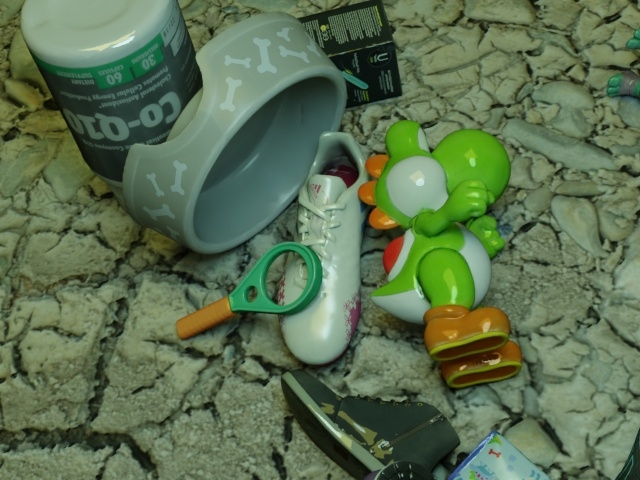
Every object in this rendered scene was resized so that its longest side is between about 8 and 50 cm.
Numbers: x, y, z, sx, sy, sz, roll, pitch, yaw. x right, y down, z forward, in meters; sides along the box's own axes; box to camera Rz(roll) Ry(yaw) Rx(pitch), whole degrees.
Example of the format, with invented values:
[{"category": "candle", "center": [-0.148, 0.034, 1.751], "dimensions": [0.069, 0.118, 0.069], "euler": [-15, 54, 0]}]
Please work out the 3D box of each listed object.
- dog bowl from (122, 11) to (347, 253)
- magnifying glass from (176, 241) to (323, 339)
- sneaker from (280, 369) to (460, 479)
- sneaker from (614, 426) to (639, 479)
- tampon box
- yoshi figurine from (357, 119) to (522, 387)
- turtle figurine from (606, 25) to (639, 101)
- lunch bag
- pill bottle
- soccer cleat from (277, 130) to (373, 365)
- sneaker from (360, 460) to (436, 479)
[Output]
[{"category": "dog bowl", "center": [-0.101, -0.129, 1.489], "dimensions": [0.102, 0.348, 0.349], "euler": [40, 70, 20]}, {"category": "magnifying glass", "center": [-0.096, 0.074, 1.459], "dimensions": [0.231, 0.026, 0.092], "euler": [-27, 64, 27]}, {"category": "sneaker", "center": [0.058, 0.216, 1.362], "dimensions": [0.118, 0.083, 0.222], "euler": [-38, 63, -24]}, {"category": "sneaker", "center": [0.384, 0.245, 1.249], "dimensions": [0.101, 0.106, 0.267], "euler": [13, 59, 18]}, {"category": "tampon box", "center": [0.032, -0.276, 1.692], "dimensions": [0.161, 0.120, 0.101], "euler": [-13, 53, 2]}, {"category": "yoshi figurine", "center": [0.186, -0.012, 1.417], "dimensions": [0.203, 0.203, 0.362], "euler": [9, 53, -32]}, {"category": "turtle figurine", "center": [0.513, -0.193, 1.542], "dimensions": [0.234, 0.118, 0.175], "euler": [45, 114, 35]}, {"category": "lunch bag", "center": [0.196, 0.313, 1.251], "dimensions": [0.151, 0.096, 0.129], "euler": [-46, 60, -4]}, {"category": "pill bottle", "center": [-0.258, -0.200, 1.545], "dimensions": [0.204, 0.361, 0.204], "euler": [-6, 53, 8]}, {"category": "soccer cleat", "center": [0.000, 0.000, 1.483], "dimensions": [0.116, 0.143, 0.331], "euler": [1, 55, 12]}, {"category": "sneaker", "center": [0.112, 0.387, 1.217], "dimensions": [0.107, 0.124, 0.283], "euler": [-9, 71, -31]}]
